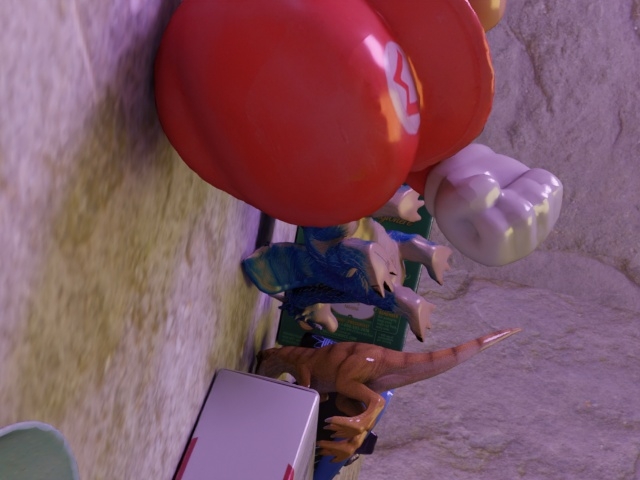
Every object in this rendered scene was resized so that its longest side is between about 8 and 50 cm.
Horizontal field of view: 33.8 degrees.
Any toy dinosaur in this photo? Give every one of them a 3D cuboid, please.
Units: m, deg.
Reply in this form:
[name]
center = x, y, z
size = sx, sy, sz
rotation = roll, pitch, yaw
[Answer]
[toy dinosaur]
center = 0.035, 0.099, 0.773
size = 0.064, 0.212, 0.112
rotation = 63, 31, -46

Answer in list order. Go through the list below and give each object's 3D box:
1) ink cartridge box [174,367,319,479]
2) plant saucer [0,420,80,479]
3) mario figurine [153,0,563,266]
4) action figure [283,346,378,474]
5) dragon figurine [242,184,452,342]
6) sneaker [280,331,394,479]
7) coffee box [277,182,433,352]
[ink cartridge box]
center = -0.054, 0.193, 0.726
size = 0.175, 0.072, 0.127
rotation = 94, 12, -49
[plant saucer]
center = -0.123, 0.140, 0.289
size = 0.195, 0.037, 0.195
rotation = 13, 90, -82
[mario figurine]
center = 0.044, -0.113, 0.503
size = 0.320, 0.198, 0.170
rotation = -70, -177, -62
[action figure]
center = 0.018, 0.152, 1.088
size = 0.285, 0.099, 0.185
rotation = 54, 45, -84
[dragon figurine]
center = 0.000, 0.000, 0.731
size = 0.289, 0.144, 0.085
rotation = 48, 55, -57
[sneaker]
center = -0.032, 0.181, 0.888
size = 0.232, 0.090, 0.081
rotation = -56, 178, 15
[coffee box]
center = 0.034, 0.014, 0.902
size = 0.040, 0.113, 0.184
rotation = -48, 149, -71
